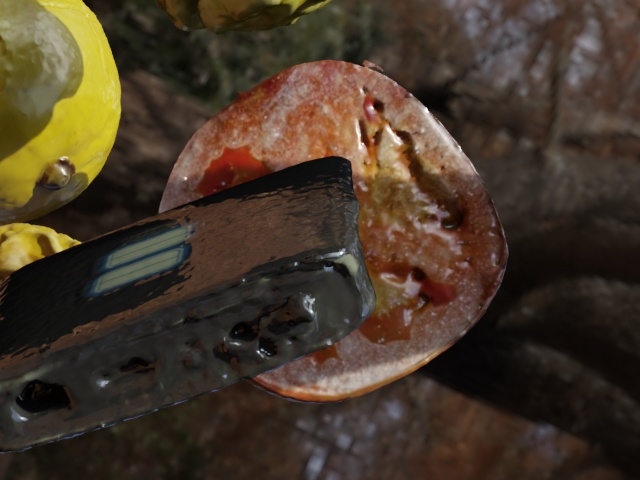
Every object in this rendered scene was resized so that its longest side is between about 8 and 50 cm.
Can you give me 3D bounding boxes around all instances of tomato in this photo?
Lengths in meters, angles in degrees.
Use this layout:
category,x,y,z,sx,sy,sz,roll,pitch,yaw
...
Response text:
category,x,y,z,sx,sy,sz,roll,pitch,yaw
tomato,0.005,-0.002,1.774,0.144,0.338,0.338,86,29,-83

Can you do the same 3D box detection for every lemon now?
category,x,y,z,sx,sy,sz,roll,pitch,yaw
lemon,-0.352,-0.162,1.875,0.297,0.297,0.297,-62,-172,16

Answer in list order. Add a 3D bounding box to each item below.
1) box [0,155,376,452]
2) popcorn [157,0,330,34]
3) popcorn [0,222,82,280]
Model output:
category,x,y,z,sx,sy,sz,roll,pitch,yaw
box,-0.128,0.045,1.507,0.359,0.091,0.350,-19,-164,3
popcorn,-0.052,-0.338,1.533,0.279,0.274,0.335,56,-42,28
popcorn,-0.309,0.058,2.046,0.194,0.163,0.140,9,-127,36
